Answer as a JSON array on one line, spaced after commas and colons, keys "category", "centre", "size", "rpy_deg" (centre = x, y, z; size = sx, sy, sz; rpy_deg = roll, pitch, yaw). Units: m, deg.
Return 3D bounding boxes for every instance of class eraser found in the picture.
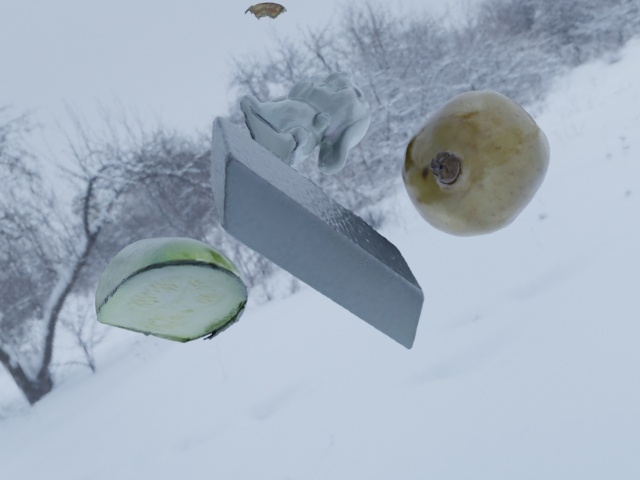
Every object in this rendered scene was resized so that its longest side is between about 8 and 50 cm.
[{"category": "eraser", "centre": [-0.001, 0.001, 0.809], "size": [0.077, 0.352, 0.111], "rpy_deg": [-45, 33, 16]}]

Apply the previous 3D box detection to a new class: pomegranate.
[{"category": "pomegranate", "centre": [0.300, -0.149, 1.393], "size": [0.307, 0.307, 0.307], "rpy_deg": [-25, 7, 3]}]

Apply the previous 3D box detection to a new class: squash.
[{"category": "squash", "centre": [-0.251, 0.099, 1.263], "size": [0.234, 0.210, 0.309], "rpy_deg": [21, -4, -27]}]

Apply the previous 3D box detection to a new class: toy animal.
[{"category": "toy animal", "centre": [-0.016, -0.245, 1.538], "size": [0.289, 0.249, 0.174], "rpy_deg": [-14, -41, -14]}]

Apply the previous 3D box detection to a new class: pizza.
[{"category": "pizza", "centre": [-0.106, -0.443, 1.368], "size": [0.083, 0.037, 0.016], "rpy_deg": [-1, -20, 8]}]
